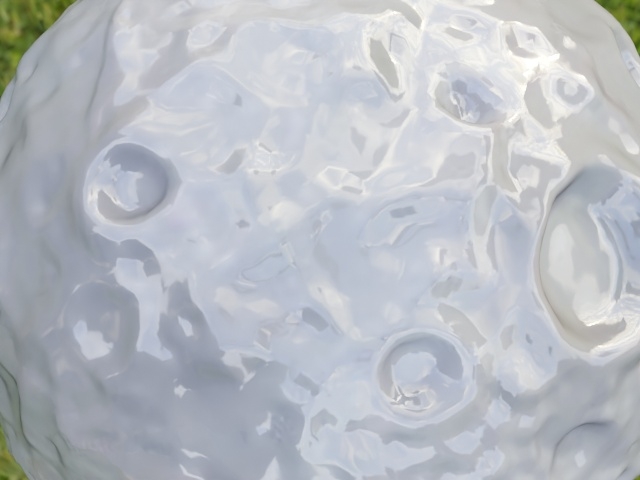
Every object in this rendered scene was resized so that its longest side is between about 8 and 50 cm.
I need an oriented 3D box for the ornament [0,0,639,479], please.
[{"bbox_3d":[0.000,0.000,0.813,0.337,0.337,0.337,0,74,2],"label":"ornament"}]
